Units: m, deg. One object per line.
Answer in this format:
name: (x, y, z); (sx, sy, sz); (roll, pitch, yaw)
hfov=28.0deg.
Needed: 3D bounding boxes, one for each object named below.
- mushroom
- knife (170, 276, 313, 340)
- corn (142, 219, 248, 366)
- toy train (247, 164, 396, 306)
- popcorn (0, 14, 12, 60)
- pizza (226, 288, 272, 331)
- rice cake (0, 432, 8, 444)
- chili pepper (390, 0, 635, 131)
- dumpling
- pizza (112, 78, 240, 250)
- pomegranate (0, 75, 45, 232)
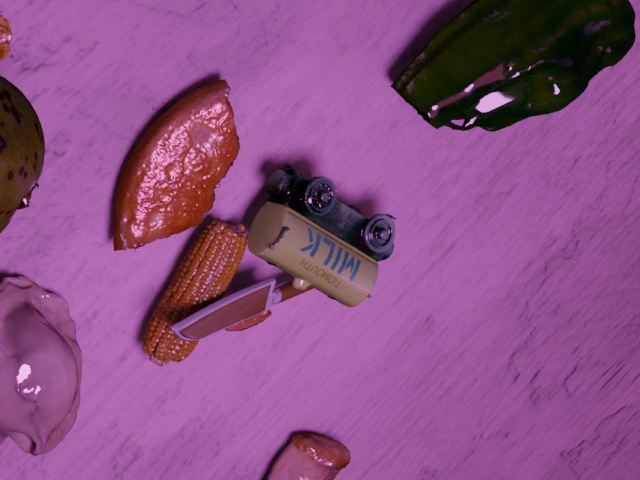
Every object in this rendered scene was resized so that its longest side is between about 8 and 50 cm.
mushroom: (-0.086, 0.456, 2.072); (0.123, 0.095, 0.351); (38, 92, -19)
knife: (-0.084, 0.078, 1.845); (0.343, 0.027, 0.061); (-23, 141, -41)
corn: (-0.178, 0.076, 1.813); (0.080, 0.080, 0.238); (21, 104, -37)
toy train: (0.000, 0.000, 1.845); (0.253, 0.105, 0.157); (32, 80, -41)
popcorn: (-0.407, -0.243, 1.516); (0.083, 0.057, 0.082); (-27, 125, -13)
pizza: (-0.108, 0.096, 1.900); (0.083, 0.025, 0.078); (-15, 127, -32)
rice cake: (-0.496, 0.192, 1.702); (0.055, 0.049, 0.270); (-31, 130, 14)
chili pepper: (0.291, -0.262, 1.860); (0.385, 0.167, 0.213); (-33, 126, -11)
dumpling: (-0.383, 0.162, 1.702); (0.193, 0.147, 0.258); (-52, 133, -55)
pizza: (-0.192, -0.096, 1.727); (0.134, 0.056, 0.271); (17, 104, -34)
pomegranate: (-0.452, -0.101, 1.459); (0.270, 0.254, 0.254); (19, 107, -3)
